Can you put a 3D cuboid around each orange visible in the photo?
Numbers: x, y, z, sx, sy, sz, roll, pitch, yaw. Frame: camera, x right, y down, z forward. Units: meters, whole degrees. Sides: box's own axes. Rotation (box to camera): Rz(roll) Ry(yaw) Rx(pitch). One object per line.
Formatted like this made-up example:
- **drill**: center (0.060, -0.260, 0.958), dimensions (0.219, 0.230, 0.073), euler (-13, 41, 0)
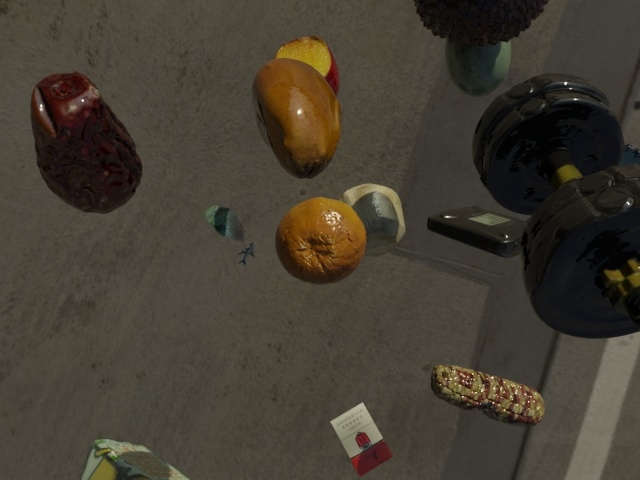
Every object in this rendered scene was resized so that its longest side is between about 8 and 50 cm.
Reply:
- **orange**: center (0.002, 0.001, 1.296), dimensions (0.219, 0.193, 0.219), euler (9, 126, 12)

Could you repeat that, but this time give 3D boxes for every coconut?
- **coconut**: center (0.168, -0.084, 1.883), dimensions (0.245, 0.245, 0.247), euler (3, 58, -17)

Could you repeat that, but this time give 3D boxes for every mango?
- **mango**: center (-0.020, -0.125, 0.522), dimensions (0.084, 0.159, 0.105), euler (-24, 122, -5)

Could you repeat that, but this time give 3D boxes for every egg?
- **egg**: center (0.416, -0.500, 1.419), dimensions (0.169, 0.169, 0.236), euler (-15, 117, -14)

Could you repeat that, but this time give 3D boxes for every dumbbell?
- **dumbbell**: center (0.292, -0.052, 0.614), dimensions (0.185, 0.388, 0.185), euler (-1, 130, -1)

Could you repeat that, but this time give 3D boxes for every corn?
- **corn**: center (0.363, 0.341, 1.179), dimensions (0.290, 0.098, 0.098), euler (19, 93, -19)

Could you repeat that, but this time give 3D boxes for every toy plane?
- **toy plane**: center (-0.224, 0.039, 1.652), dimensions (0.078, 0.024, 0.084), euler (14, 103, -55)

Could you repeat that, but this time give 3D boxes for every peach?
- **peach**: center (-0.038, -0.421, 1.373), dimensions (0.190, 0.190, 0.192), euler (-7, 119, -16)

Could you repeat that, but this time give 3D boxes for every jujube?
- **jujube**: center (-0.493, -0.196, 1.121), dimensions (0.217, 0.342, 0.216), euler (5, 62, -9)

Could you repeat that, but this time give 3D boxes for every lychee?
- **lychee**: center (0.359, -0.583, 1.193), dimensions (0.330, 0.306, 0.305), euler (17, 93, -30)

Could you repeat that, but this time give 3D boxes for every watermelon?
- **watermelon**: center (-0.302, -0.058, 1.669), dimensions (0.180, 0.094, 0.081), euler (39, 79, 24)

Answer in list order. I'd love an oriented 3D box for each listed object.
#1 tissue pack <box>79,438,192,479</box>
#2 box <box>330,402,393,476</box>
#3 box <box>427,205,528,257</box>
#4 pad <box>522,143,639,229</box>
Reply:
- **tissue pack**: center (-0.331, 0.500, 0.924), dimensions (0.128, 0.311, 0.227), euler (27, 71, -36)
- **box**: center (0.103, 0.511, 1.377), dimensions (0.100, 0.048, 0.152), euler (-28, 70, -8)
- **box**: center (0.512, -0.037, 1.654), dimensions (0.290, 0.289, 0.073), euler (-13, 118, -44)
- **pad**: center (0.592, -0.060, 1.093), dimensions (0.012, 0.269, 0.269), euler (18, 113, -46)
